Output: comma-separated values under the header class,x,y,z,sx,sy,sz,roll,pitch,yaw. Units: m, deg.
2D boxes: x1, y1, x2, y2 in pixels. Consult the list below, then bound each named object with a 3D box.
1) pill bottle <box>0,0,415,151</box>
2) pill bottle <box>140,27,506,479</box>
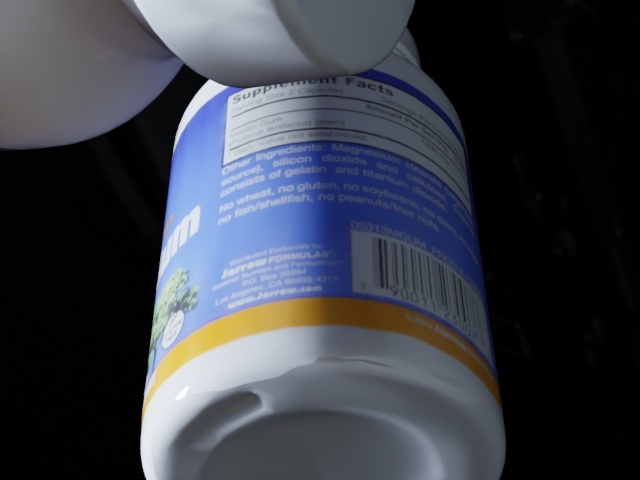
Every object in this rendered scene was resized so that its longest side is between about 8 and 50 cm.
class,x,y,z,sx,sy,sz,roll,pitch,yaw
pill bottle,-0.161,-0.133,0.417,0.210,0.363,0.210,-1,-90,-67
pill bottle,0.000,0.000,0.588,0.152,0.272,0.152,-1,-45,-1
